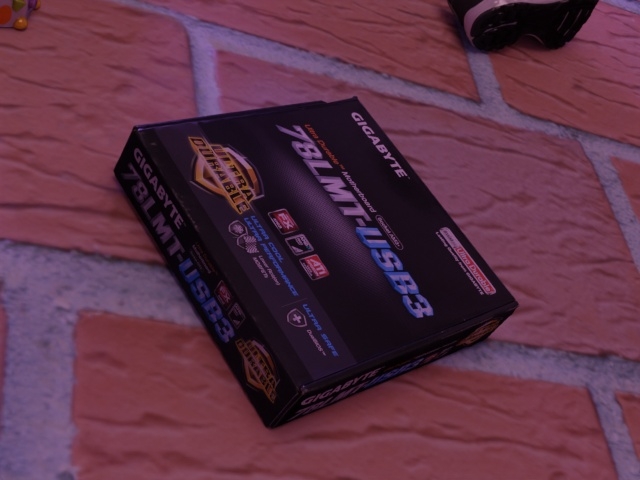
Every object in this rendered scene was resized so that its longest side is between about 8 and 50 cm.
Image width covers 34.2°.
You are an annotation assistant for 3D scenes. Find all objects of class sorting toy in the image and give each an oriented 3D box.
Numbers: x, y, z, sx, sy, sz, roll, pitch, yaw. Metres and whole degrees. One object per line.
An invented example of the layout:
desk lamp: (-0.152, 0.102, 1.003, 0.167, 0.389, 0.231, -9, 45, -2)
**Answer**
sorting toy: (-0.296, -0.257, 1.028, 0.045, 0.075, 0.083, 24, 43, -12)

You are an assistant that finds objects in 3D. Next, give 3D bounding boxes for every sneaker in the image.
sneaker: (0.291, -0.337, 1.473, 0.272, 0.100, 0.108, -8, 51, -38)

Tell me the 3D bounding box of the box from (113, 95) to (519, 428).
box: (0.000, 0.000, 0.987, 0.293, 0.073, 0.295, -15, 62, -40)
